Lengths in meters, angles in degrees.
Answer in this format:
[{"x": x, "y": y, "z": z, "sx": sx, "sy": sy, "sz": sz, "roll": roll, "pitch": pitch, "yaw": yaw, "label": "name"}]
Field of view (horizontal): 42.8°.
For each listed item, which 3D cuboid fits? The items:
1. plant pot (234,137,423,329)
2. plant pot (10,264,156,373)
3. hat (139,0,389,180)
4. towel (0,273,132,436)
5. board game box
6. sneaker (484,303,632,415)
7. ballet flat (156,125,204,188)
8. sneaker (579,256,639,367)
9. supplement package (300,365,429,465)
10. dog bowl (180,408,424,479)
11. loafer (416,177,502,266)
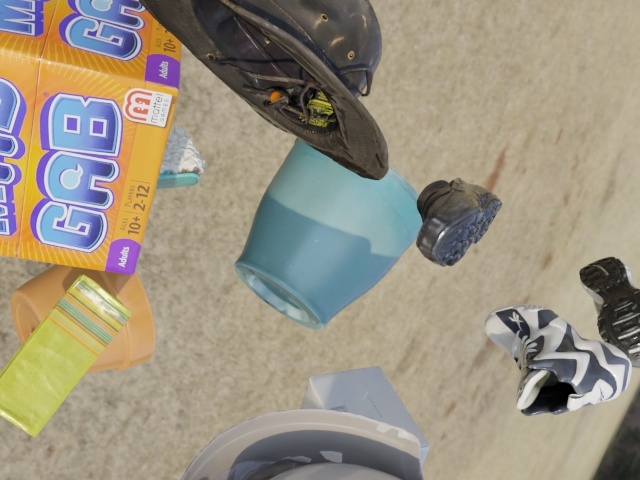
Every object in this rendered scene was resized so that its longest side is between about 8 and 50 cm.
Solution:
[{"x": 0.000, "y": 0.000, "z": 1.367, "sx": 0.255, "sy": 0.272, "sz": 0.271, "roll": -54, "pitch": 156, "yaw": -17, "label": "plant pot"}, {"x": -0.507, "y": 0.160, "z": 1.707, "sx": 0.204, "sy": 0.291, "sz": 0.290, "roll": -23, "pitch": 135, "yaw": -37, "label": "plant pot"}, {"x": -0.028, "y": -0.210, "z": 0.812, "sx": 0.134, "sy": 0.331, "sz": 0.331, "roll": -51, "pitch": 156, "yaw": -6, "label": "hat"}, {"x": -0.397, "y": 0.172, "z": 1.241, "sx": 0.237, "sy": 0.102, "sz": 0.021, "roll": -54, "pitch": -167, "yaw": -16, "label": "towel"}, {"x": -0.421, "y": -0.217, "z": 1.254, "sx": 0.356, "sy": 0.357, "sz": 0.356, "roll": -99, "pitch": -155, "yaw": -47, "label": "board game box"}, {"x": 0.298, "y": 0.173, "z": 1.159, "sx": 0.153, "sy": 0.235, "sz": 0.094, "roll": -18, "pitch": 126, "yaw": -37, "label": "sneaker"}, {"x": -0.432, "y": -0.144, "z": 1.591, "sx": 0.409, "sy": 0.147, "sz": 0.147, "roll": -11, "pitch": 130, "yaw": -25, "label": "ballet flat"}, {"x": 0.534, "y": 0.133, "z": 1.423, "sx": 0.108, "sy": 0.100, "sz": 0.271, "roll": 57, "pitch": 19, "yaw": -23, "label": "sneaker"}, {"x": 0.058, "y": 0.364, "z": 1.418, "sx": 0.149, "sy": 0.194, "sz": 0.203, "roll": -3, "pitch": 127, "yaw": -25, "label": "supplement package"}, {"x": 0.033, "y": 0.292, "z": 0.633, "sx": 0.349, "sy": 0.349, "sz": 0.102, "roll": -28, "pitch": 148, "yaw": -57, "label": "dog bowl"}, {"x": 0.137, "y": -0.026, "z": 0.887, "sx": 0.076, "sy": 0.078, "sz": 0.223, "roll": -64, "pitch": 165, "yaw": 20, "label": "loafer"}]
